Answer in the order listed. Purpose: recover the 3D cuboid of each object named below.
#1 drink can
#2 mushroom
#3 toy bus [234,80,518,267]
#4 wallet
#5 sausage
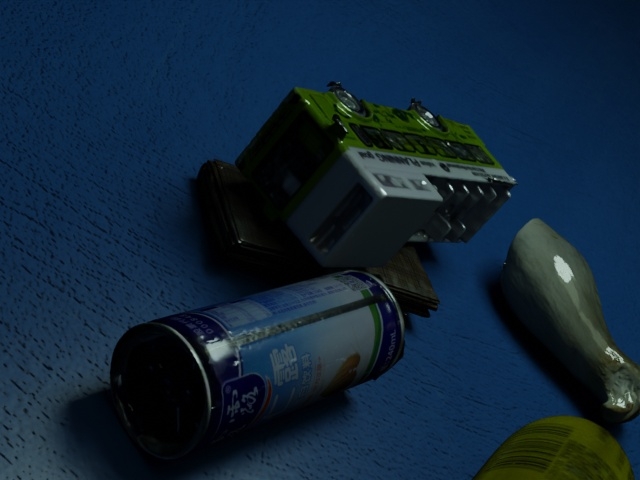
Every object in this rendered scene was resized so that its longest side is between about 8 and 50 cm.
[{"bbox_3d":[-0.037,0.084,0.810,0.235,0.097,0.097,-13,60,-53],"label":"drink can"},{"bbox_3d":[0.264,0.081,1.126,0.116,0.093,0.225,31,22,-55],"label":"mushroom"},{"bbox_3d":[0.068,-0.056,1.010,0.301,0.113,0.139,0,47,-54],"label":"toy bus"},{"bbox_3d":[0.000,0.000,0.997,0.230,0.042,0.124,20,31,-32],"label":"wallet"},{"bbox_3d":[0.146,0.230,0.795,0.123,0.123,0.347,46,33,9],"label":"sausage"}]
